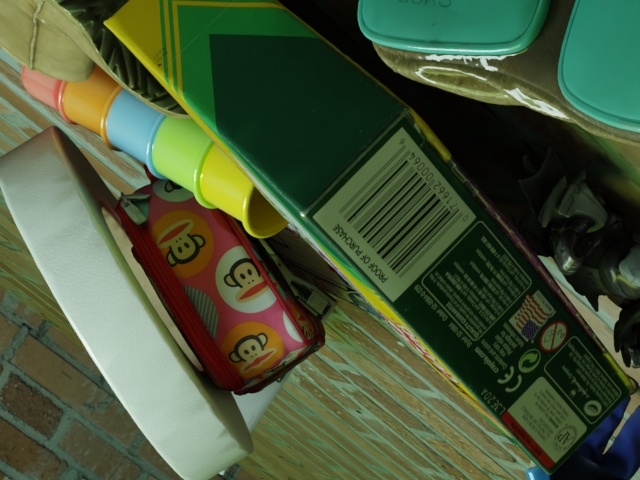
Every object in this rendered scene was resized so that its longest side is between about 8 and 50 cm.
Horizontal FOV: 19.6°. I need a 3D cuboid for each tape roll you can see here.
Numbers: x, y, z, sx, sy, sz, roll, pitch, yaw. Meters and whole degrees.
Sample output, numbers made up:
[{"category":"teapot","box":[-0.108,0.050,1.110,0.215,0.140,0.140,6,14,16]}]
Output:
[{"category":"tape roll","box":[-0.194,0.063,1.854,0.392,0.072,0.392,58,180,1]}]

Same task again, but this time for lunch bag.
[{"category":"lunch bag","box":[-0.107,0.025,1.874,0.258,0.120,0.293,58,180,7]}]

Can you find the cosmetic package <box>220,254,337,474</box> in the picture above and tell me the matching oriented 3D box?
[{"category":"cosmetic package","box":[-0.090,0.140,2.110,0.099,0.239,0.060,38,167,-19]}]

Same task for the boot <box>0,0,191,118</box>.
[{"category":"boot","box":[-0.196,-0.179,1.601,0.236,0.089,0.269,45,165,-4]}]

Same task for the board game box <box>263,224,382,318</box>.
[{"category":"board game box","box":[0.000,0.000,1.833,0.146,0.045,0.193,25,164,34]}]

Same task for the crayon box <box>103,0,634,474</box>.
[{"category":"crayon box","box":[0.037,-0.025,1.374,0.363,0.106,0.313,47,177,-42]}]

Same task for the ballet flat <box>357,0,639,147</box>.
[{"category":"ballet flat","box":[0.160,-0.104,1.009,0.124,0.116,0.342,18,178,-36]}]

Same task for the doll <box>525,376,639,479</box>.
[{"category":"doll","box":[0.254,0.219,1.700,0.129,0.189,0.046,32,166,9]}]

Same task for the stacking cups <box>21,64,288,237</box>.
[{"category":"stacking cups","box":[-0.151,-0.114,1.735,0.316,0.096,0.096,31,167,30]}]

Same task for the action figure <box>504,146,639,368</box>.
[{"category":"action figure","box":[0.231,0.029,1.300,0.285,0.099,0.185,24,169,45]}]
